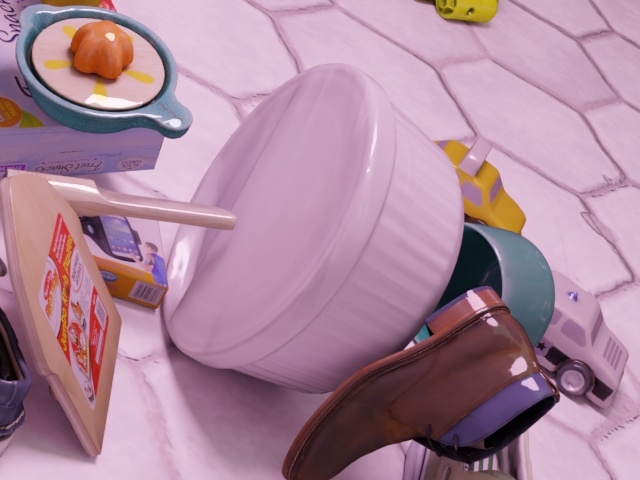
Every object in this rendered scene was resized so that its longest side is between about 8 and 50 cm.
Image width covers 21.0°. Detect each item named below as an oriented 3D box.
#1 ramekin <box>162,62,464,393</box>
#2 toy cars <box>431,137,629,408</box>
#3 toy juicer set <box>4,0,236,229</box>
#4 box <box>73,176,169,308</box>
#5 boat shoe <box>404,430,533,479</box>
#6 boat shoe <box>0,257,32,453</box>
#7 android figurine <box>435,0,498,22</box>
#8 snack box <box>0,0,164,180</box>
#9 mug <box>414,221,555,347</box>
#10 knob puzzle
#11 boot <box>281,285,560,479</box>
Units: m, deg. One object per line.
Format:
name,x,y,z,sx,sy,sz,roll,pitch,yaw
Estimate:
ramekin,0.000,0.000,1.406,0.127,0.273,0.273,31,26,-29
toy cars,0.191,0.004,1.770,0.176,0.087,0.394,7,38,-40
toy juicer set,-0.215,-0.135,1.396,0.209,0.089,0.329,-9,53,-30
box,-0.176,-0.004,1.463,0.081,0.028,0.136,19,33,-25
boat shoe,0.116,0.218,1.347,0.109,0.094,0.302,26,29,-14
boat shoe,-0.274,0.039,1.235,0.095,0.079,0.254,9,37,-38
android figurine,0.155,-0.391,2.388,0.273,0.056,0.248,-1,43,-46
snack box,-0.250,-0.148,1.512,0.174,0.070,0.207,-5,48,-28
mug,0.149,0.043,1.621,0.097,0.129,0.158,9,36,-41
knob puzzle,-0.201,0.037,1.266,0.213,0.030,0.213,-15,90,-81
boot,0.077,0.140,1.320,0.106,0.219,0.082,50,1,28
